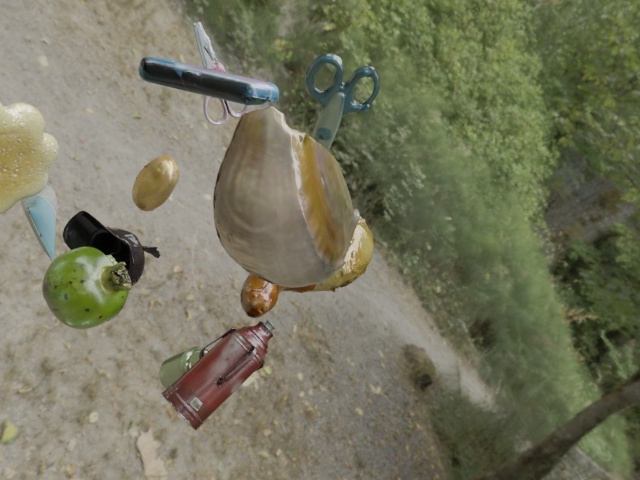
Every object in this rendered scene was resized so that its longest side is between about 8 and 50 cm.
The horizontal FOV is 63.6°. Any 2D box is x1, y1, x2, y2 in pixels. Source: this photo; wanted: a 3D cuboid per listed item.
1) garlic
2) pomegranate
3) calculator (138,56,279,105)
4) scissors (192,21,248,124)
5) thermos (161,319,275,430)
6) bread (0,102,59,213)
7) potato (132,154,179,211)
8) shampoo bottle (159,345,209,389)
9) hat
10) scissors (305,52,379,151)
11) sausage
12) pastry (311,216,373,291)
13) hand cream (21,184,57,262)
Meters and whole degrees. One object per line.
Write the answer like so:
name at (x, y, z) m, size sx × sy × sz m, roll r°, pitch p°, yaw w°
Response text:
garlic at (-0.019, -0.015, 0.395) m, size 0.087 × 0.101 × 0.195 m, roll 18°, pitch -6°, yaw 21°
pomegranate at (-0.716, 0.142, 1.617) m, size 0.260 × 0.340 × 0.260 m, roll 31°, pitch 51°, yaw -46°
calculator at (-0.227, -0.325, 1.055) m, size 0.293 × 0.051 × 0.173 m, roll 14°, pitch 18°, yaw 3°
scissors at (-0.264, -0.411, 1.274) m, size 0.030 × 0.118 × 0.242 m, roll 30°, pitch -36°, yaw 54°
thermos at (-0.174, 0.236, 0.965) m, size 0.099 × 0.232 × 0.124 m, roll 52°, pitch -19°, yaw -10°
bread at (-0.527, -0.139, 0.849) m, size 0.039 × 0.182 × 0.251 m, roll 47°, pitch -24°, yaw 18°
potato at (-0.479, -0.169, 1.503) m, size 0.109 × 0.178 × 0.118 m, roll 39°, pitch 17°, yaw -8°
shampoo bottle at (-0.294, 0.278, 1.097) m, size 0.079 × 0.162 × 0.079 m, roll 21°, pitch 56°, yaw -35°
hat at (-0.761, 0.019, 1.913) m, size 0.336 × 0.238 × 0.209 m, roll 59°, pitch 24°, yaw -14°
scissors at (0.012, -0.226, 1.012) m, size 0.138 × 0.289 × 0.041 m, roll 13°, pitch 45°, yaw -11°
sausage at (-0.095, 0.092, 1.133) m, size 0.103 × 0.076 × 0.302 m, roll 49°, pitch 19°, yaw 10°
pastry at (0.000, 0.000, 1.443) m, size 0.284 × 0.315 × 0.184 m, roll 37°, pitch -38°, yaw 37°
hand cream at (-0.576, -0.049, 1.054) m, size 0.312 × 0.070 × 0.111 m, roll 34°, pitch -40°, yaw 59°
